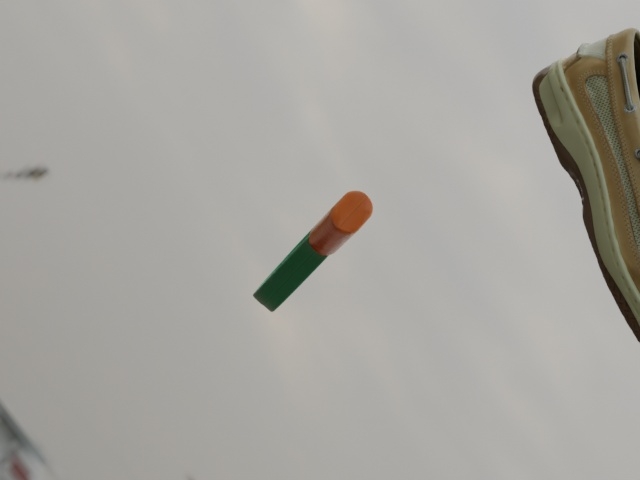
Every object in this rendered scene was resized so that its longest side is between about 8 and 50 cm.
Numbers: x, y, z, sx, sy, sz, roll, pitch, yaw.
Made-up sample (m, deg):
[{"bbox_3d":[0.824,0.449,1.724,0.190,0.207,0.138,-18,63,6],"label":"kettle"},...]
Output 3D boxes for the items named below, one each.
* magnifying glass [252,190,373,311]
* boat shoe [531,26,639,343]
[{"bbox_3d":[0.000,0.000,1.295,0.026,0.092,0.231,43,-13,-2],"label":"magnifying glass"},{"bbox_3d":[0.170,-0.018,0.966,0.068,0.072,0.190,2,61,-58],"label":"boat shoe"}]
